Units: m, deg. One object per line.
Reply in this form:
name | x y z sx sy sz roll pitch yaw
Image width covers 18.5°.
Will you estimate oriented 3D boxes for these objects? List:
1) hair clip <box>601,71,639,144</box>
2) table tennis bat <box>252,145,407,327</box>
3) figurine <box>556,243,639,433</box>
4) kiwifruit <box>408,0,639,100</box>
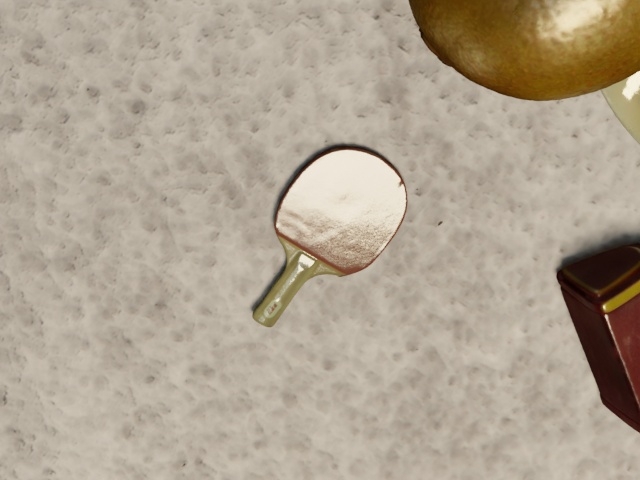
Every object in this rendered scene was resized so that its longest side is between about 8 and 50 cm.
hair clip | 0.311 -0.078 1.368 0.282 0.113 0.172 30 109 -18
table tennis bat | 0.000 0.000 1.436 0.087 0.013 0.156 30 107 -16
figurine | 0.248 0.075 1.448 0.098 0.082 0.154 -30 112 -11
kiwifruit | 0.161 -0.194 1.262 0.234 0.196 0.196 -34 110 14
